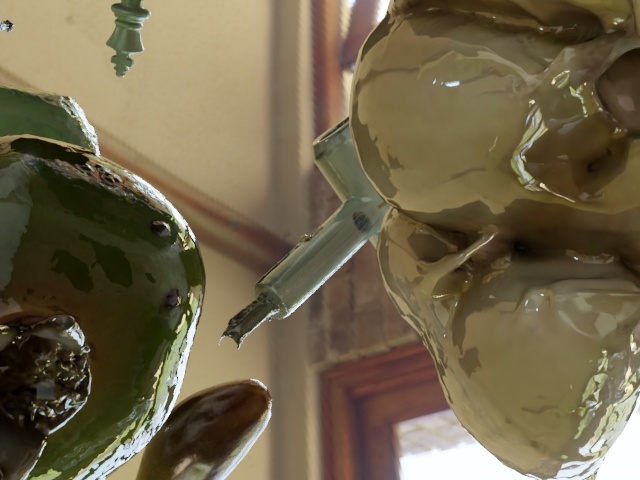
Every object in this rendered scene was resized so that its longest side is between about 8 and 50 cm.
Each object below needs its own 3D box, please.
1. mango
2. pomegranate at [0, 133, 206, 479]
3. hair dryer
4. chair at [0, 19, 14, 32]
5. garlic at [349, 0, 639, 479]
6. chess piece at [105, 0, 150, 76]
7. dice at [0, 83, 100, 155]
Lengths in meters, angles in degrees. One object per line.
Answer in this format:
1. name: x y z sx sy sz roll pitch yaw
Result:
1. mango: -0.175 0.289 1.609 0.111 0.267 0.133 47 -168 31
2. pomegranate: -0.200 0.067 0.846 0.290 0.323 0.291 -7 -78 -39
3. hair dryer: 0.000 0.000 1.299 0.173 0.107 0.357 53 -127 -8
4. chair: -0.567 -0.323 1.739 0.106 0.113 0.229 41 -173 -1
5. garlic: 0.094 -0.065 0.397 0.184 0.281 0.203 36 -163 7
6. chess piece: -0.196 -0.240 1.192 0.059 0.059 0.149 -21 -49 -59
7. dice: -0.534 -0.085 1.755 0.330 0.322 0.319 6 -84 -33
